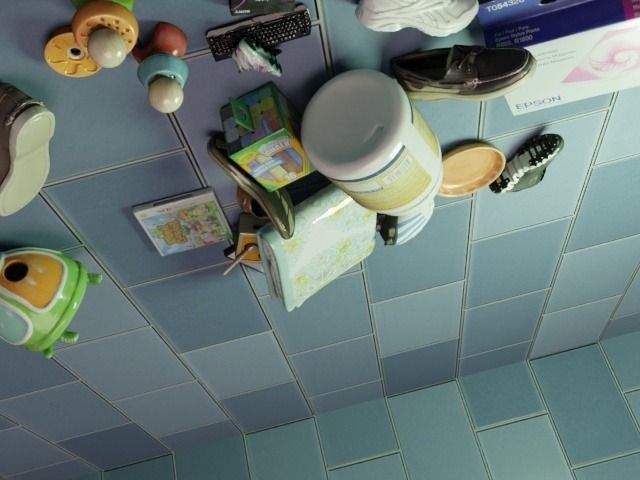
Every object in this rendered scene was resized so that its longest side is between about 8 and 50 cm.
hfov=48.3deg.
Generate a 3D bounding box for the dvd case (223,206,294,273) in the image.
[{"bbox_3d":[-0.109,0.006,1.922,0.253,0.022,0.180,-31,146,25],"label":"dvd case"}]

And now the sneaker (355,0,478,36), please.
[{"bbox_3d":[0.184,-0.435,1.274,0.232,0.090,0.115,-6,145,-16],"label":"sneaker"}]

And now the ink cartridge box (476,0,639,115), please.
[{"bbox_3d":[0.503,-0.386,1.415,0.324,0.071,0.330,-10,156,25],"label":"ink cartridge box"}]

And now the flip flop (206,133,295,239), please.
[{"bbox_3d":[-0.154,-0.110,1.551,0.080,0.112,0.277,-34,112,28],"label":"flip flop"}]

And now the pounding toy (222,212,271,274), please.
[{"bbox_3d":[-0.172,0.013,1.804,0.141,0.100,0.130,4,136,-11],"label":"pounding toy"}]

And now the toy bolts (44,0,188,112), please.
[{"bbox_3d":[-0.339,-0.294,1.208,0.229,0.158,0.218,19,135,-43],"label":"toy bolts"}]

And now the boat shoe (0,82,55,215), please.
[{"bbox_3d":[-0.593,-0.167,1.370,0.116,0.097,0.324,-43,175,-40],"label":"boat shoe"}]

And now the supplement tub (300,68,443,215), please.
[{"bbox_3d":[0.120,-0.188,1.487,0.228,0.228,0.316,-25,154,17],"label":"supplement tub"}]

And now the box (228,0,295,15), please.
[{"bbox_3d":[-0.095,-0.448,1.188,0.116,0.029,0.162,-8,150,-11],"label":"box"}]

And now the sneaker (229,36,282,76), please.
[{"bbox_3d":[-0.124,-0.323,1.313,0.098,0.038,0.069,36,131,-28],"label":"sneaker"}]

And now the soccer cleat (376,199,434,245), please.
[{"bbox_3d":[0.234,-0.109,1.817,0.143,0.116,0.331,-21,154,-21],"label":"soccer cleat"}]

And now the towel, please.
[{"bbox_3d":[0.000,0.000,1.800,0.321,0.090,0.374,-36,154,-17],"label":"towel"}]

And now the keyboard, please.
[{"bbox_3d":[-0.106,-0.365,1.311,0.192,0.038,0.100,-15,149,3],"label":"keyboard"}]

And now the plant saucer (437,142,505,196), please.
[{"bbox_3d":[0.365,-0.182,1.804,0.200,0.037,0.200,-10,149,-6],"label":"plant saucer"}]

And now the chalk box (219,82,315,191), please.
[{"bbox_3d":[-0.112,-0.219,1.451,0.132,0.132,0.213,-24,149,16],"label":"chalk box"}]

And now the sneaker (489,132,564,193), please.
[{"bbox_3d":[0.543,-0.194,1.825,0.106,0.078,0.234,5,148,-34],"label":"sneaker"}]

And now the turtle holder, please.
[{"bbox_3d":[-0.702,0.128,1.712,0.227,0.243,0.320,32,168,-32],"label":"turtle holder"}]

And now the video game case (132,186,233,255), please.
[{"bbox_3d":[-0.330,-0.042,1.750,0.194,0.023,0.212,-14,149,0],"label":"video game case"}]

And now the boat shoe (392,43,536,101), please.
[{"bbox_3d":[0.270,-0.334,1.390,0.285,0.102,0.092,2,153,36],"label":"boat shoe"}]
